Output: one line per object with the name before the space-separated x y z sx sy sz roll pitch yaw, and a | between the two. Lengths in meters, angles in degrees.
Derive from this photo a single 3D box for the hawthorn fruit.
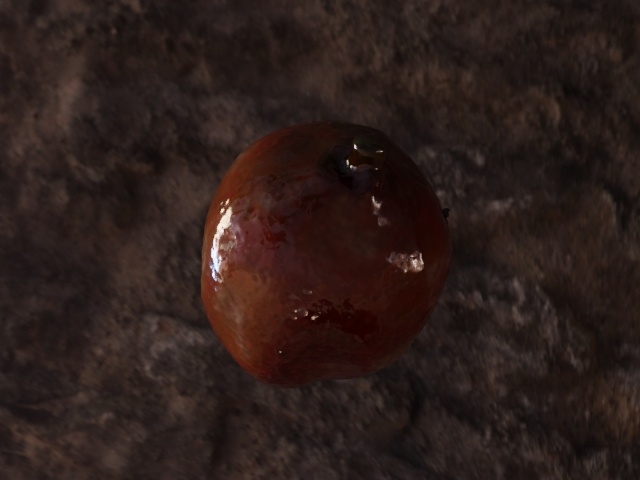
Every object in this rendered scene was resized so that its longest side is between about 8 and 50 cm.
hawthorn fruit | 0.000 0.000 0.803 0.169 0.188 0.169 3 -128 -4
